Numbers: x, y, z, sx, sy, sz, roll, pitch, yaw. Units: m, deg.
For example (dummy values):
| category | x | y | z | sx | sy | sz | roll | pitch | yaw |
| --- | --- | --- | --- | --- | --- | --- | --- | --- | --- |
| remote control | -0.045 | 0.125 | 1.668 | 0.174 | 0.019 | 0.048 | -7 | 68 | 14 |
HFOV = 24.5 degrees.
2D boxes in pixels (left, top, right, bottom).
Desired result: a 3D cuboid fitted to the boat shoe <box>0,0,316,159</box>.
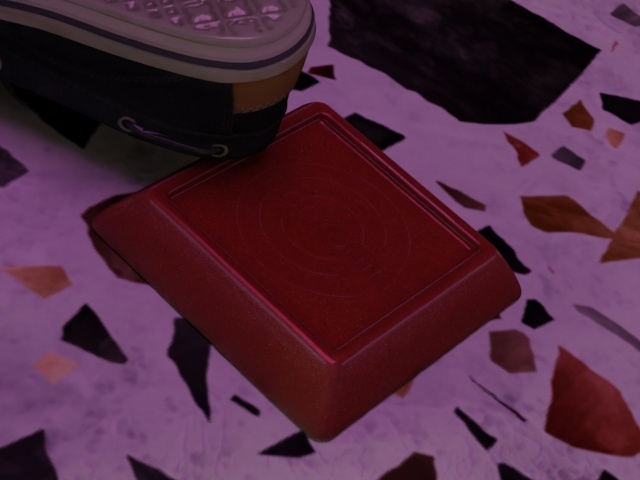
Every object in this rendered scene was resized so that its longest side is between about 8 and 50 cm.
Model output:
| category | x | y | z | sx | sy | sz | roll | pitch | yaw |
| --- | --- | --- | --- | --- | --- | --- | --- | --- | --- |
| boat shoe | -0.237 | -0.195 | 1.181 | 0.500 | 0.156 | 0.187 | 21 | 49 | 16 |

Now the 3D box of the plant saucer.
| category | x | y | z | sx | sy | sz | roll | pitch | yaw |
| --- | --- | --- | --- | --- | --- | --- | --- | --- | --- |
| plant saucer | 0.000 | 0.000 | 1.155 | 0.258 | 0.047 | 0.259 | 42 | 47 | 19 |
